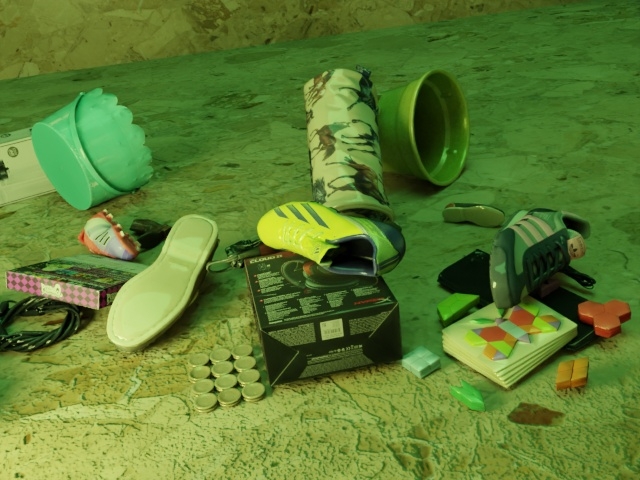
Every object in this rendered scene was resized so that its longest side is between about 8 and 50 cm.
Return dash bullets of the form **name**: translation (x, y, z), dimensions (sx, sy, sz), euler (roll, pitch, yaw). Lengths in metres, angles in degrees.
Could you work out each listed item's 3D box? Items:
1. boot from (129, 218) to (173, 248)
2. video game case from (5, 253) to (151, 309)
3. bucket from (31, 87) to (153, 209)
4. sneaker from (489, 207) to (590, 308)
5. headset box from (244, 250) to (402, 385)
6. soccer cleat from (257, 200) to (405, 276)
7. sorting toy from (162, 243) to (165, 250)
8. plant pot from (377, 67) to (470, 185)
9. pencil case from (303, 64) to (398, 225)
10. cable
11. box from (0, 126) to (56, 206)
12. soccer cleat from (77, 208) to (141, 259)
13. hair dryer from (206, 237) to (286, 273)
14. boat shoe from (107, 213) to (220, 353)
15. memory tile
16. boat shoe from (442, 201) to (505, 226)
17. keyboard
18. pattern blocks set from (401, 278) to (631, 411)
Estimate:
- **boot**: translation (-0.403, -0.019, 1.643), dimensions (0.114, 0.037, 0.106), euler (18, 27, 36)
- **video game case**: translation (-0.440, 0.074, 1.402), dimensions (0.232, 0.042, 0.210), euler (8, 11, 25)
- **bucket**: translation (-0.575, -0.222, 1.827), dimensions (0.281, 0.281, 0.183), euler (19, 43, 39)
- **sneaker**: translation (0.372, 0.018, 1.225), dimensions (0.131, 0.112, 0.319), euler (-1, 23, 29)
- **headset box**: translation (-0.007, 0.104, 1.234), dimensions (0.218, 0.110, 0.293), euler (-10, 24, -8)
- **soccer cleat**: translation (0.000, -0.001, 1.217), dimensions (0.289, 0.093, 0.121), euler (10, 30, 31)
- **sorting toy**: translation (-0.298, 0.043, 1.502), dimensions (0.083, 0.045, 0.075), euler (11, 39, 28)
- **plant pot**: translation (0.194, -0.270, 1.805), dimensions (0.254, 0.276, 0.276), euler (1, 26, 40)
- **pencil case**: translation (0.065, -0.185, 1.568), dimensions (0.183, 0.160, 0.410), euler (0, 58, -7)
- **cable**: translation (-0.529, 0.149, 1.333), dimensions (0.184, 0.047, 0.150), euler (3, 29, 15)
- **box**: translation (-0.773, -0.208, 1.939), dimensions (0.290, 0.169, 0.087), euler (-19, 30, -26)
- **soccer cleat**: translation (-0.457, 0.005, 1.564), dimensions (0.095, 0.083, 0.248), euler (-45, 33, -8)
- **hair dryer**: translation (-0.060, 0.022, 1.408), dimensions (0.293, 0.080, 0.223), euler (-17, 8, 4)
- **boat shoe**: translation (-0.281, 0.088, 1.336), dimensions (0.116, 0.097, 0.324), euler (19, 47, 6)
- **memory tile**: translation (-0.153, 0.218, 1.163), dimensions (0.113, 0.012, 0.148), euler (-11, 28, -10)
- **boat shoe**: translation (0.332, -0.060, 1.566), dimensions (0.137, 0.049, 0.043), euler (4, 26, 29)
- **keyboard**: translation (0.377, 0.087, 1.291), dimensions (0.201, 0.033, 0.317), euler (-27, 35, -25)
- **pattern blocks set**: translation (0.303, 0.149, 1.156), dimensions (0.325, 0.026, 0.285), euler (-34, 37, -33)
